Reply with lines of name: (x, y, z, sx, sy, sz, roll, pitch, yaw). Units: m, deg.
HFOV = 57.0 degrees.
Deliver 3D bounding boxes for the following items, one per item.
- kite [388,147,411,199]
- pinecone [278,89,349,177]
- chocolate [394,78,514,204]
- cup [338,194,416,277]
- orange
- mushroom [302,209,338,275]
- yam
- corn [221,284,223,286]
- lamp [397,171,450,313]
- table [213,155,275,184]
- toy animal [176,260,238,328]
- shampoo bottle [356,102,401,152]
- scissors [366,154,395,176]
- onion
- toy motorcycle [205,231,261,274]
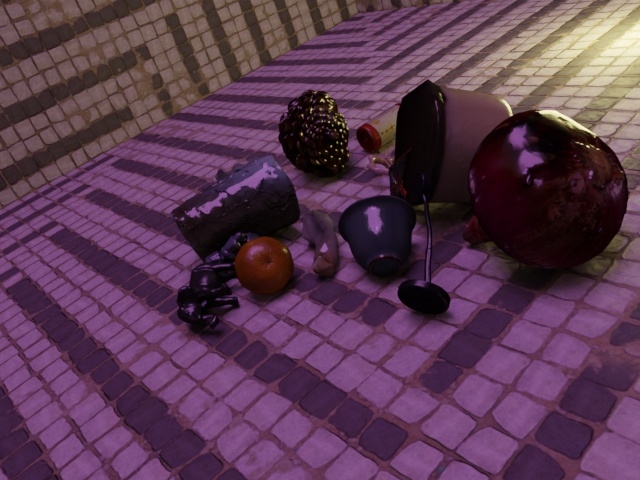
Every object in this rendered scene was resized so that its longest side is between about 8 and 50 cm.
kite: (0.211, -0.164, 1.615, 0.009, 0.232, 0.189, 1, 33, -11)
pinecone: (-0.024, -0.367, 2.032, 0.242, 0.298, 0.296, -17, 16, 0)
chocolate: (0.372, -0.241, 1.568, 0.296, 0.314, 0.326, 5, -3, -15)
cup: (0.148, 0.009, 1.437, 0.199, 0.199, 0.150, -15, 48, 10)
orange: (-0.147, 0.068, 1.538, 0.154, 0.155, 0.134, -34, -10, -21)
mushroom: (0.002, -0.002, 1.605, 0.096, 0.099, 0.278, -25, 33, 4)
yam: (-0.247, -0.083, 1.745, 0.348, 0.241, 0.241, -29, 30, -7)
corn: (-0.306, 0.139, 1.630, 0.083, 0.027, 0.028, -14, 47, 8)
lamp: (0.216, -0.015, 1.329, 0.108, 0.130, 0.371, 6, 62, -12)
table: (-0.247, -0.206, 2.046, 0.198, 0.167, 0.166, -32, 31, -34)
toy animal: (-0.288, 0.145, 1.538, 0.146, 0.115, 0.245, -6, 26, 7)
shampoo bottle: (0.261, -0.426, 2.126, 0.278, 0.104, 0.104, -36, 33, -24)
scissors: (0.236, -0.196, 1.795, 0.160, 0.024, 0.317, 1, 28, -15)
onion: (0.451, -0.087, 1.299, 0.348, 0.348, 0.385, -46, 3, -37)
toy motorcycle: (-0.230, 0.031, 1.662, 0.193, 0.124, 0.061, -23, 43, -9)
